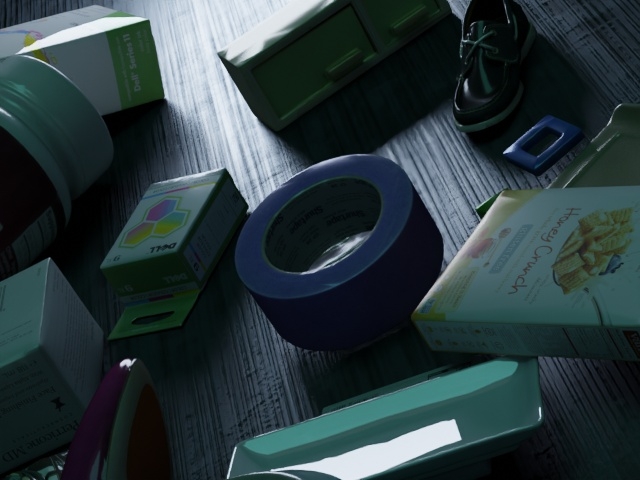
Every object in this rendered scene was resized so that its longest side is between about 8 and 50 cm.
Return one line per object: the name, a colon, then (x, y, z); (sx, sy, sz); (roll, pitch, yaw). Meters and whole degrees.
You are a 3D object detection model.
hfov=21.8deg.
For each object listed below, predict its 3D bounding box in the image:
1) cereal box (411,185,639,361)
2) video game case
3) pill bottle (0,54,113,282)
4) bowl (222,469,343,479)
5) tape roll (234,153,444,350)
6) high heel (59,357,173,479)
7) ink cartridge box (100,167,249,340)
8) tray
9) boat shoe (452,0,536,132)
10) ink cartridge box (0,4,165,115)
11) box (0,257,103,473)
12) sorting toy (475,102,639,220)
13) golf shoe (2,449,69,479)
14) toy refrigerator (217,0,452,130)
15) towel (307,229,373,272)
cereal box: (0.212, 0.023, 1.376); (0.240, 0.047, 0.173); (-2, 39, 45)
video game case: (0.069, 0.167, 1.396); (0.157, 0.019, 0.143); (-20, 30, 17)
pill bottle: (-0.444, -0.033, 2.005); (0.224, 0.224, 0.392); (4, 44, 47)
bowl: (-0.038, 0.280, 1.164); (0.312, 0.163, 0.311); (-23, 29, 13)
tape roll: (0.018, 0.010, 1.605); (0.189, 0.080, 0.189); (-19, 39, 16)
high heel: (-0.231, 0.263, 1.348); (0.181, 0.127, 0.377); (-9, 48, 20)
ink cartridge box: (-0.170, 0.012, 1.835); (0.109, 0.062, 0.209); (-11, 34, 31)
tray: (0.051, 0.165, 1.329); (0.270, 0.030, 0.145); (-19, 16, 11)
boat shoe: (0.179, -0.200, 1.826); (0.084, 0.079, 0.233); (-14, 34, 26)
ink cartridge box: (-0.419, -0.219, 2.273); (0.354, 0.119, 0.207); (-19, 22, -25)
box: (-0.331, 0.140, 1.724); (0.181, 0.119, 0.182); (-26, 29, 9)
sorting toy: (0.285, -0.039, 1.494); (0.196, 0.047, 0.348); (-48, 31, -21)
golf shoe: (-0.207, 0.233, 1.499); (0.094, 0.077, 0.198); (-36, 34, -28)
toy refrigerator: (0.019, -0.256, 2.046); (0.269, 0.102, 0.094); (-35, 28, -8)
towel: (0.000, 0.000, 1.731); (0.113, 0.023, 0.152); (-33, 28, -5)
